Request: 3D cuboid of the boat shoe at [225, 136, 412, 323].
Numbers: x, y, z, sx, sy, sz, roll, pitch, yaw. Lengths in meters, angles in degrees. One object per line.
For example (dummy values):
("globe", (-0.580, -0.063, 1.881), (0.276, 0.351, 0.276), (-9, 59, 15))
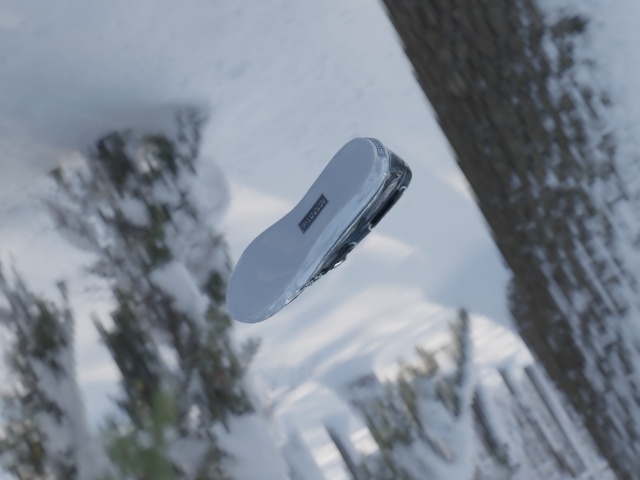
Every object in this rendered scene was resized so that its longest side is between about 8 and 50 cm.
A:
("boat shoe", (0.000, 0.000, 0.872), (0.040, 0.049, 0.142), (23, 118, -41))
